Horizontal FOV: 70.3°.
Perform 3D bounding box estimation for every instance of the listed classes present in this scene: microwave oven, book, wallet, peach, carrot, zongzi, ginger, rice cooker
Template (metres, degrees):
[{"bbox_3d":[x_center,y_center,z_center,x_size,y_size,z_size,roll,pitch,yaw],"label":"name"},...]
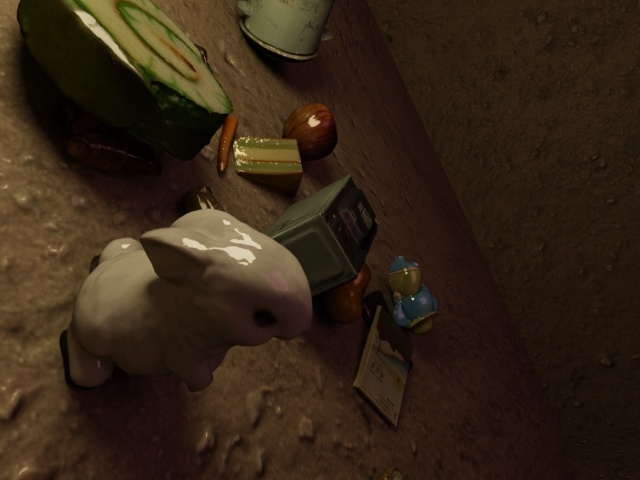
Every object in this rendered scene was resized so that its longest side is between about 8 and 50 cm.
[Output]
[{"bbox_3d":[0.000,0.000,1.088,0.181,0.238,0.295,59,25,-13],"label":"microwave oven"},{"bbox_3d":[0.190,0.352,1.307,0.201,0.026,0.289,51,40,-25],"label":"book"},{"bbox_3d":[0.208,0.298,1.409,0.146,0.030,0.285,-28,95,-56],"label":"wallet"},{"bbox_3d":[0.072,0.134,1.194,0.179,0.103,0.179,16,90,-82],"label":"peach"},{"bbox_3d":[-0.229,-0.233,1.093,0.037,0.037,0.190,39,42,-39],"label":"carrot"},{"bbox_3d":[-0.239,-0.013,0.871,0.160,0.079,0.176,55,34,-7],"label":"zongzi"},{"bbox_3d":[-0.358,-0.167,0.794,0.162,0.073,0.103,15,60,-48],"label":"ginger"},{"bbox_3d":[-0.099,-0.699,1.396,0.317,0.317,0.264,36,29,-41],"label":"rice cooker"}]

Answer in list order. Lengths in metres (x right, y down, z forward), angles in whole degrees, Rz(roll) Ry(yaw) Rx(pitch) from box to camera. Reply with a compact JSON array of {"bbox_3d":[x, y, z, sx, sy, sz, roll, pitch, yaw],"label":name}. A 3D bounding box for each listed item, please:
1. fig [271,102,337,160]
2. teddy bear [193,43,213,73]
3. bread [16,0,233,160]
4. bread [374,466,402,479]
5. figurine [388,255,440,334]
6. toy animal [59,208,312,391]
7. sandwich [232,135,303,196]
[{"bbox_3d":[-0.055,-0.303,1.336,0.175,0.207,0.175,56,-7,10],"label":"fig"},{"bbox_3d":[-0.302,-0.418,1.063,0.119,0.078,0.160,42,38,-30],"label":"teddy bear"},{"bbox_3d":[-0.329,-0.319,0.820,0.366,0.129,0.382,43,21,-18],"label":"bread"},{"bbox_3d":[0.137,0.600,1.020,0.232,0.088,0.127,13,66,-62],"label":"bread"},{"bbox_3d":[0.316,0.187,1.539,0.180,0.154,0.261,22,61,-57],"label":"figurine"},{"bbox_3d":[-0.184,0.073,0.610,0.194,0.357,0.257,-20,85,-59],"label":"toy animal"},{"bbox_3d":[-0.147,-0.190,1.212,0.188,0.144,0.117,-3,67,-21],"label":"sandwich"}]
